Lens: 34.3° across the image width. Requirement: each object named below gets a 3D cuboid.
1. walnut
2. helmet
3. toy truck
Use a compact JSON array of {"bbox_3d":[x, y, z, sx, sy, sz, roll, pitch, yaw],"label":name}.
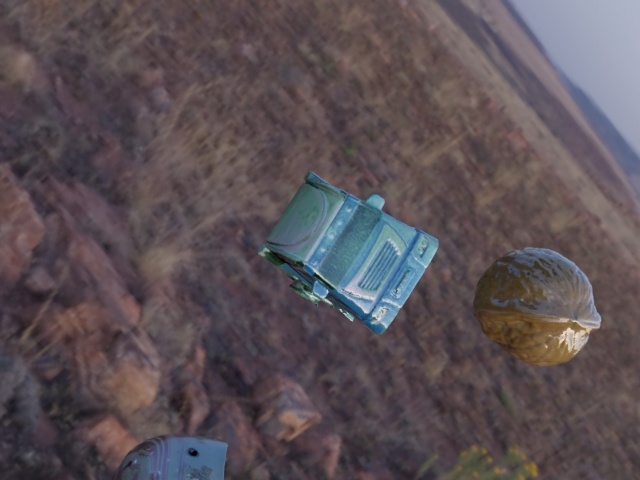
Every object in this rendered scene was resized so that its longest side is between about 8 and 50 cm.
[{"bbox_3d":[0.187,0.057,0.895,0.105,0.105,0.124,48,-11,-13],"label":"walnut"},{"bbox_3d":[-0.188,0.293,1.182,0.107,0.177,0.153,27,47,-38],"label":"helmet"},{"bbox_3d":[0.000,0.000,0.633,0.081,0.067,0.175,34,-5,-18],"label":"toy truck"}]
